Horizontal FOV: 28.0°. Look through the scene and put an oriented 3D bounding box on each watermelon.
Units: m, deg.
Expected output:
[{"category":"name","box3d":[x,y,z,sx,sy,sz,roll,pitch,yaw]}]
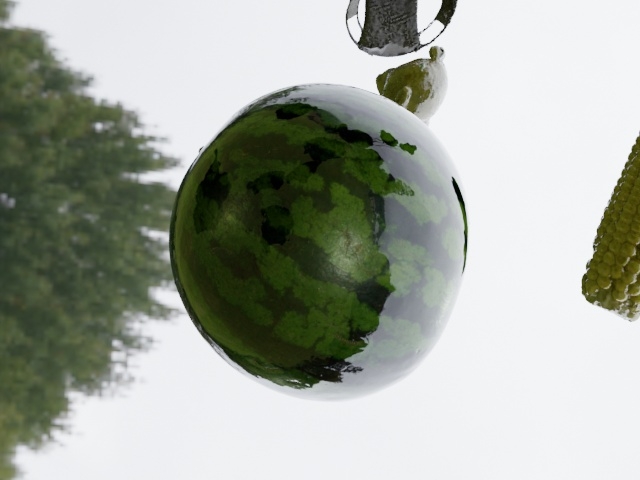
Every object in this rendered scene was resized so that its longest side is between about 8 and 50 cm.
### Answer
[{"category":"watermelon","box3d":[0.000,0.000,1.181,0.285,0.285,0.285,-17,-109,59]}]

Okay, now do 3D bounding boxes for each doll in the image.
[{"category":"doll","box3d":[0.113,-0.182,1.776,0.137,0.097,0.209,-61,174,-29]}]

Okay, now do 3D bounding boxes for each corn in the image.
[{"category":"corn","box3d":[0.422,-0.068,1.552,0.347,0.130,0.130,-63,-147,7]}]

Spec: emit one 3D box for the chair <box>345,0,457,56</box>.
[{"category":"chair","box3d":[0.117,-0.383,1.885,0.149,0.174,0.213,180,-91,-69]}]
